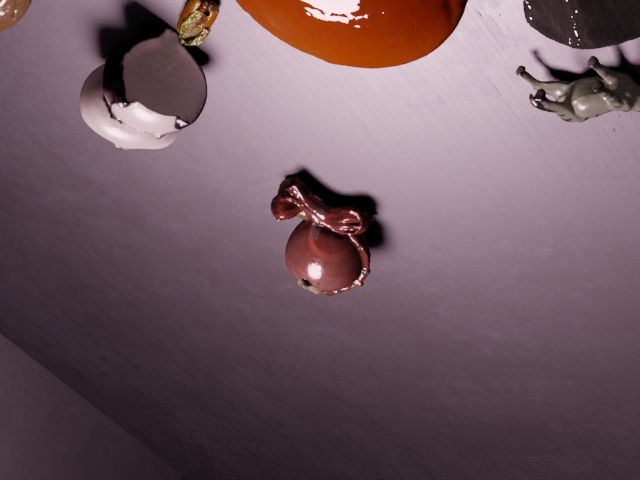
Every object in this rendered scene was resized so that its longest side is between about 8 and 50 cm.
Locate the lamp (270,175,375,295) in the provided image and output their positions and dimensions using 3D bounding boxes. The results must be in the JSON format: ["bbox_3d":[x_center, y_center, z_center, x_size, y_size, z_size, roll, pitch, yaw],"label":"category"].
[{"bbox_3d":[0.001,-0.002,2.459,0.215,0.151,0.223,17,109,2],"label":"lamp"}]

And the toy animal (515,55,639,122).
[{"bbox_3d":[0.402,-0.199,1.867,0.216,0.073,0.176,2,159,43],"label":"toy animal"}]

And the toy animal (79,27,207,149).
[{"bbox_3d":[-0.311,-0.244,2.242,0.187,0.165,0.235,19,154,-27],"label":"toy animal"}]

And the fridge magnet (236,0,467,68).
[{"bbox_3d":[0.027,-0.377,1.752,0.363,0.155,0.364,17,150,10],"label":"fridge magnet"}]

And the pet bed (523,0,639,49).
[{"bbox_3d":[0.324,-0.340,1.587,0.183,0.159,0.211,7,147,29],"label":"pet bed"}]

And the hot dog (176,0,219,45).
[{"bbox_3d":[-0.201,-0.351,2.104,0.056,0.041,0.133,31,151,-11],"label":"hot dog"}]

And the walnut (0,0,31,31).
[{"bbox_3d":[-0.541,-0.433,2.108,0.178,0.178,0.230,31,142,-11],"label":"walnut"}]
